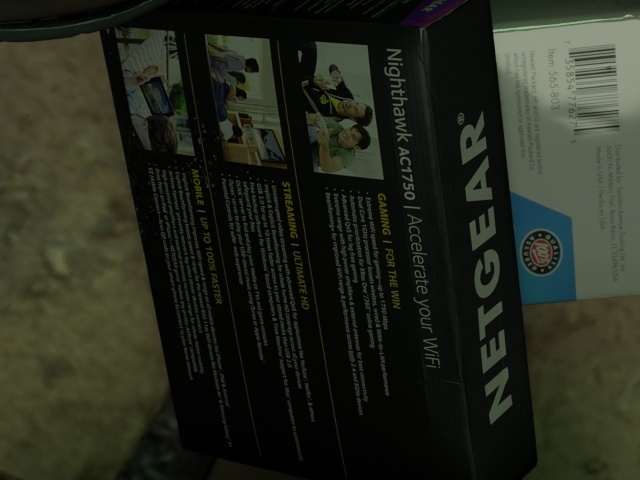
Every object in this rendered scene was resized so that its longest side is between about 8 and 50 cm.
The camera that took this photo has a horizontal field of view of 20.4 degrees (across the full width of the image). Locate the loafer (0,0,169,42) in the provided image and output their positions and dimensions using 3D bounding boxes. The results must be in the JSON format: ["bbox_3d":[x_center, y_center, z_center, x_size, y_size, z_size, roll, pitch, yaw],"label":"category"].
[{"bbox_3d":[-0.036,-0.130,0.552,0.267,0.096,0.084,-9,153,-2],"label":"loafer"}]

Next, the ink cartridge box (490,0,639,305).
[{"bbox_3d":[0.138,-0.042,0.616,0.181,0.061,0.104,-5,115,4],"label":"ink cartridge box"}]

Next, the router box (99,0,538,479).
[{"bbox_3d":[0.000,0.000,0.613,0.133,0.046,0.179,9,119,34],"label":"router box"}]
